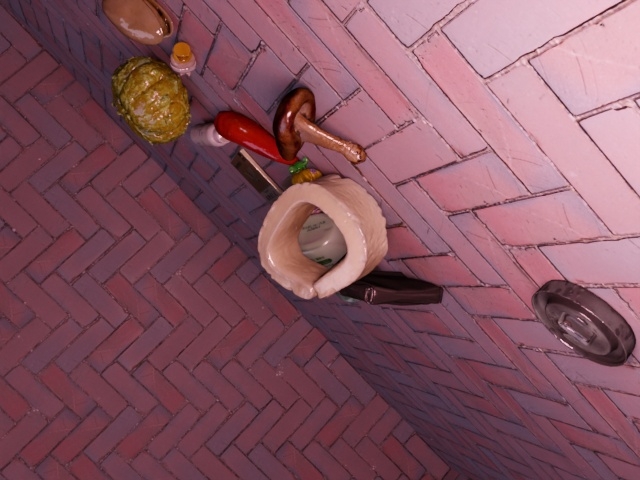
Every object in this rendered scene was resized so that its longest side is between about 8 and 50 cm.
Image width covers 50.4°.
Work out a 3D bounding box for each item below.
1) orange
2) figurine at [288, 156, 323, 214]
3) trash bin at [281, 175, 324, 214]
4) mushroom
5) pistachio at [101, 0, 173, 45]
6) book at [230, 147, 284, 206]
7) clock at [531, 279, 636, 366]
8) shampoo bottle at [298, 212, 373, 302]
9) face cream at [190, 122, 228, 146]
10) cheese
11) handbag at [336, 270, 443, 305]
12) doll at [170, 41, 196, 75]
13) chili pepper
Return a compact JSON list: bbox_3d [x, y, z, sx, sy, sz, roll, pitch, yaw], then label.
[{"bbox_3d":[-0.546,-0.466,2.209,0.300,0.223,0.301,47,161,11],"label":"orange"},{"bbox_3d":[-0.014,-0.163,1.891,0.156,0.115,0.095,62,-158,9],"label":"figurine"},{"bbox_3d":[-0.052,-0.127,2.109,0.116,0.059,0.130,29,158,44],"label":"trash bin"},{"bbox_3d":[0.006,-0.242,1.555,0.218,0.148,0.227,23,171,10],"label":"mushroom"},{"bbox_3d":[-0.503,-0.618,1.866,0.226,0.136,0.136,35,164,11],"label":"pistachio"},{"bbox_3d":[-0.191,-0.186,2.404,0.310,0.021,0.217,46,166,-8],"label":"book"},{"bbox_3d":[0.525,0.165,1.364,0.215,0.042,0.215,42,166,13],"label":"clock"},{"bbox_3d":[0.052,0.068,2.137,0.222,0.151,0.349,-14,139,26],"label":"shampoo bottle"},{"bbox_3d":[-0.362,-0.356,2.282,0.082,0.082,0.269,51,164,-24],"label":"face cream"},{"bbox_3d":[0.000,0.003,1.775,0.292,0.153,0.332,50,126,12],"label":"cheese"},{"bbox_3d":[0.186,0.142,1.903,0.247,0.080,0.223,1,-171,-26],"label":"handbag"},{"bbox_3d":[-0.397,-0.523,1.955,0.127,0.073,0.084,115,142,-71],"label":"doll"},{"bbox_3d":[-0.216,-0.305,2.015,0.368,0.092,0.137,37,176,36],"label":"chili pepper"}]
